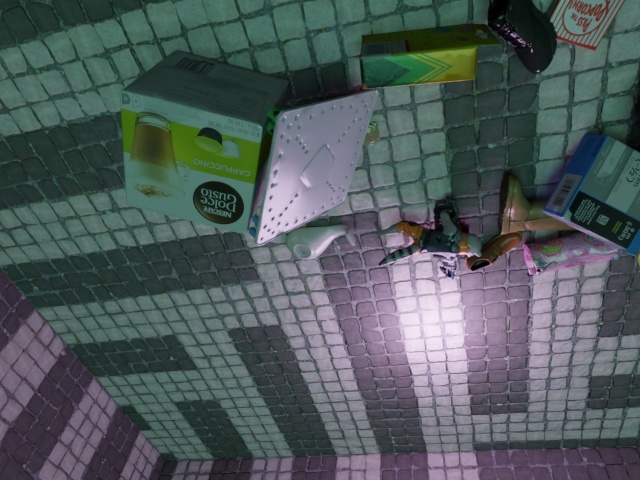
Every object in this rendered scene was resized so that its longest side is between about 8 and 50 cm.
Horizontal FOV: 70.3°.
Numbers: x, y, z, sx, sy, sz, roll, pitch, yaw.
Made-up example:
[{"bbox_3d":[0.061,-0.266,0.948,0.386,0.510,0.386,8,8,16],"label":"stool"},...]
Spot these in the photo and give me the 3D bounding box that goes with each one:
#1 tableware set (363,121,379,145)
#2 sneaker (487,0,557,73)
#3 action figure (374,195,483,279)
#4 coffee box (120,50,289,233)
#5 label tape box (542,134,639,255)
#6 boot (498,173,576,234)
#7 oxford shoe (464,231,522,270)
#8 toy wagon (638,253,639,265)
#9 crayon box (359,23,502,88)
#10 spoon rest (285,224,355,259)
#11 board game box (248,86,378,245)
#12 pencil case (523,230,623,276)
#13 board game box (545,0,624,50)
[{"bbox_3d":[0.086,-0.328,1.362,0.168,0.020,0.141,-24,123,22],"label":"tableware set"},{"bbox_3d":[0.463,-0.521,1.084,0.130,0.109,0.286,-42,113,-16],"label":"sneaker"},{"bbox_3d":[0.373,0.041,1.517,0.329,0.179,0.342,-5,125,23],"label":"action figure"},{"bbox_3d":[-0.305,-0.272,1.251,0.337,0.338,0.335,14,128,-3],"label":"coffee box"},{"bbox_3d":[0.865,-0.118,1.308,0.347,0.115,0.249,24,100,-8],"label":"label tape box"},{"bbox_3d":[0.701,-0.120,1.408,0.269,0.089,0.236,-5,137,11],"label":"boot"},{"bbox_3d":[0.596,0.043,1.549,0.076,0.076,0.212,41,120,-20],"label":"oxford shoe"},{"bbox_3d":[1.194,0.047,1.481,0.266,0.068,0.345,1,128,7],"label":"toy wagon"},{"bbox_3d":[0.260,-0.459,1.124,0.318,0.202,0.081,-2,128,10],"label":"crayon box"},{"bbox_3d":[0.000,0.000,1.600,0.276,0.084,0.137,-12,125,32],"label":"spoon rest"},{"bbox_3d":[-0.022,-0.210,1.243,0.050,0.389,0.390,37,132,25],"label":"board game box"},{"bbox_3d":[0.818,0.038,1.488,0.283,0.124,0.124,-15,124,17],"label":"pencil case"},{"bbox_3d":[0.640,-0.575,1.086,0.146,0.045,0.194,14,128,-4],"label":"board game box"}]
